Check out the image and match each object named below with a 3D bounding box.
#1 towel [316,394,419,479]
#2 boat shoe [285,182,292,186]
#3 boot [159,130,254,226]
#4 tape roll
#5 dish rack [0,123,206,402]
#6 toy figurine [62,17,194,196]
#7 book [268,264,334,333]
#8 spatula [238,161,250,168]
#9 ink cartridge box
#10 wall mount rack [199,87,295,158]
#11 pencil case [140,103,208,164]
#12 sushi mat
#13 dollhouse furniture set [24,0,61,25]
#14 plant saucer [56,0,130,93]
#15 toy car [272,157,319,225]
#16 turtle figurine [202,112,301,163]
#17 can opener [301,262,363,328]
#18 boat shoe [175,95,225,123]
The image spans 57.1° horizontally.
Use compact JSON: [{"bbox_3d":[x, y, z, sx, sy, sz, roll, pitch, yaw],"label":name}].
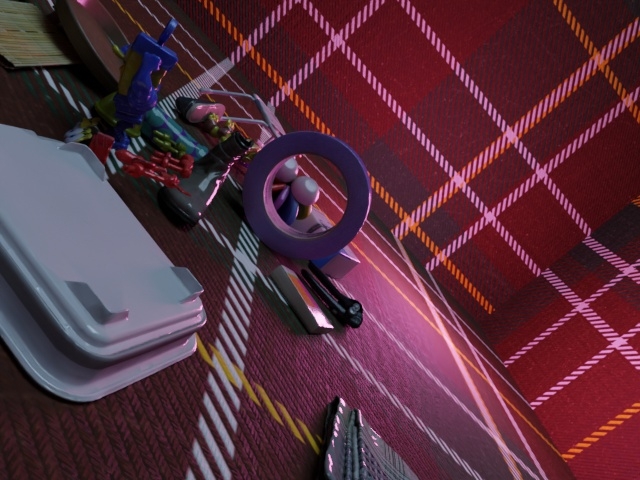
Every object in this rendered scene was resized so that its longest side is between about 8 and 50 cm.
[{"bbox_3d":[0.117,0.383,0.804,0.324,0.056,0.312,47,12,-5],"label":"towel"},{"bbox_3d":[-0.101,-0.187,1.863,0.042,0.049,0.133,49,13,-41],"label":"boat shoe"},{"bbox_3d":[-0.194,-0.128,1.051,0.083,0.161,0.246,44,12,-17],"label":"boot"},{"bbox_3d":[-0.027,-0.099,1.286,0.275,0.275,0.090,48,12,-3],"label":"tape roll"},{"bbox_3d":[-0.263,-0.004,0.634,0.333,0.072,0.285,49,12,8],"label":"dish rack"},{"bbox_3d":[-0.256,-0.240,0.935,0.191,0.217,0.362,22,14,-19],"label":"toy figurine"},{"bbox_3d":[-0.034,0.119,1.165,0.144,0.035,0.096,53,9,20],"label":"book"},{"bbox_3d":[-0.158,-0.159,1.606,0.296,0.030,0.084,45,17,-20],"label":"spatula"},{"bbox_3d":[0.000,0.000,1.552,0.191,0.082,0.139,56,13,25],"label":"ink cartridge box"},{"bbox_3d":[-0.221,-0.370,1.855,0.304,0.130,0.350,44,12,-39],"label":"wall mount rack"},{"bbox_3d":[-0.299,-0.208,1.169,0.151,0.064,0.070,43,28,-25],"label":"pencil case"},{"bbox_3d":[-0.504,-0.350,0.991,0.151,0.019,0.316,47,12,-13],"label":"sushi mat"},{"bbox_3d":[-0.530,-0.442,1.186,0.076,0.058,0.152,49,-10,39],"label":"dollhouse furniture set"},{"bbox_3d":[-0.432,-0.386,1.181,0.278,0.041,0.278,61,7,-13],"label":"plant saucer"},{"bbox_3d":[-0.106,-0.110,1.429,0.182,0.159,0.136,47,46,-8],"label":"toy car"},{"bbox_3d":[-0.192,-0.246,1.534,0.217,0.087,0.269,37,27,29],"label":"turtle figurine"},{"bbox_3d":[0.026,0.128,1.331,0.186,0.073,0.059,44,51,-5],"label":"can opener"},{"bbox_3d":[-0.313,-0.346,1.542,0.065,0.075,0.206,38,14,5],"label":"boat shoe"}]
